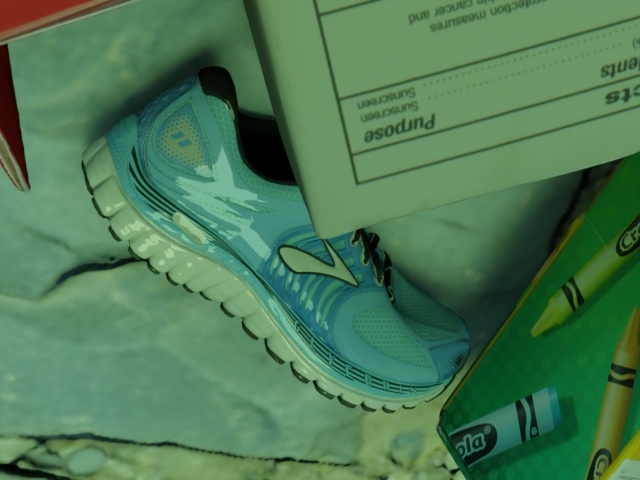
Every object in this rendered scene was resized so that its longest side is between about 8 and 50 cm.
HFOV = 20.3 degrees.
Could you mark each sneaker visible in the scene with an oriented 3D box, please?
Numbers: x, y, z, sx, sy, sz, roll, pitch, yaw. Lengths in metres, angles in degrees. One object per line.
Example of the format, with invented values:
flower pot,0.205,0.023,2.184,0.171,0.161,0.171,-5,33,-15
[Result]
sneaker,0.000,0.000,0.605,0.162,0.063,0.073,35,108,-33

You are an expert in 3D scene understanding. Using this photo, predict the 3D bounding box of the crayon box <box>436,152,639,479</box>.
crayon box,0.186,0.000,0.620,0.165,0.081,0.278,12,122,-37

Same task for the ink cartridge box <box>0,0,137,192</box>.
ink cartridge box,-0.085,-0.142,0.433,0.078,0.134,0.231,-19,129,-1

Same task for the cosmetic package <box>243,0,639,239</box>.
cosmetic package,0.033,-0.168,0.459,0.160,0.113,0.309,-15,128,-3
